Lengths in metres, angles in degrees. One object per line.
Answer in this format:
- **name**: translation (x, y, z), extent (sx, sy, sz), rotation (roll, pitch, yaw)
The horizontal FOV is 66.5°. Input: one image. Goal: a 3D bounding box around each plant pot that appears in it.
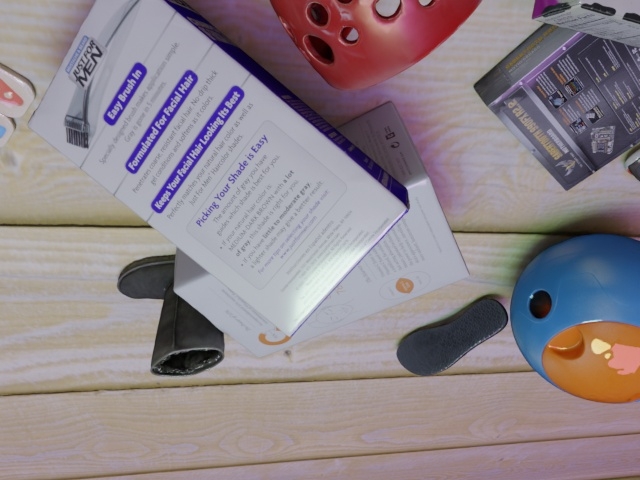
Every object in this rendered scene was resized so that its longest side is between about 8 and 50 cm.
- **plant pot**: translation (0.031, -0.259, 0.422), extent (0.191, 0.191, 0.174), rotation (-31, 130, 20)

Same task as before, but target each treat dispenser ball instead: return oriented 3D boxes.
- **treat dispenser ball**: translation (0.481, 0.131, 0.842), extent (0.289, 0.288, 0.288), rotation (-6, 136, -5)

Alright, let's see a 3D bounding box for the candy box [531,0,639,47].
- **candy box**: translation (0.344, -0.284, 0.489), extent (0.234, 0.071, 0.159), rotation (6, 100, -17)

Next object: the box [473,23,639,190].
- **box**: translation (0.347, -0.189, 0.649), extent (0.231, 0.056, 0.183), rotation (30, 124, -33)

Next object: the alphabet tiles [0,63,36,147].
- **alphabet tiles**: translation (-0.482, -0.183, 0.522), extent (0.284, 0.021, 0.278), rotation (-39, 130, 26)

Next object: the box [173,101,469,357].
- **box**: translation (0.000, 0.000, 0.698), extent (0.346, 0.168, 0.215), rotation (-24, 135, 13)

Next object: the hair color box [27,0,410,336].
- **hair color box**: translation (-0.097, -0.084, 0.503), extent (0.339, 0.110, 0.185), rotation (40, 108, -5)

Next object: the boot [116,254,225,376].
- **boot**: translation (-0.233, 0.115, 0.741), extent (0.190, 0.208, 0.076), rotation (-17, 137, 7)

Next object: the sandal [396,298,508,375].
- **sandal**: translation (0.281, 0.212, 1.036), extent (0.255, 0.097, 0.054), rotation (-32, 159, 22)

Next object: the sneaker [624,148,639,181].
- **sneaker**: translation (0.550, -0.098, 0.777), extent (0.158, 0.064, 0.061), rotation (23, 127, -30)
